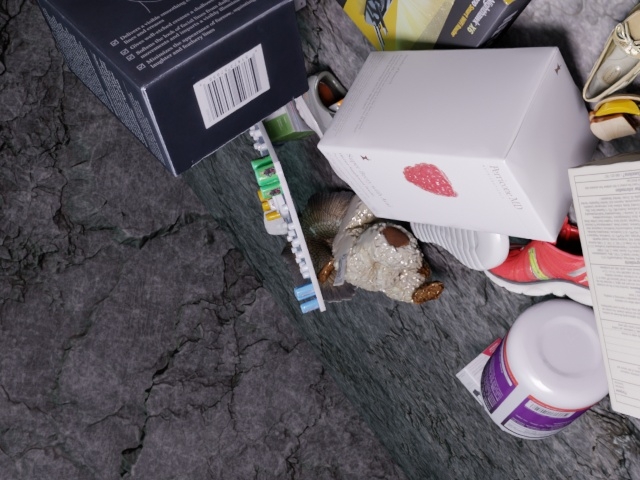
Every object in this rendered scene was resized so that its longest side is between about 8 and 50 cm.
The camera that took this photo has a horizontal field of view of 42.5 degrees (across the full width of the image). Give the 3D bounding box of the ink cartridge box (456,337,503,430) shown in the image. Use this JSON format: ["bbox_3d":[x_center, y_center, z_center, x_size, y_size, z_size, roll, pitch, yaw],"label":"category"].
[{"bbox_3d":[0.371,0.294,1.678,0.150,0.109,0.063,49,158,13],"label":"ink cartridge box"}]

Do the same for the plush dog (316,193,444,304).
[{"bbox_3d":[0.136,0.051,1.674,0.225,0.211,0.262,30,-162,-24],"label":"plush dog"}]

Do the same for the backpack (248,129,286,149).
[{"bbox_3d":[-0.110,-0.268,1.856,0.114,0.105,0.084,50,164,-6],"label":"backpack"}]

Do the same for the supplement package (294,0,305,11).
[{"bbox_3d":[-0.121,-0.484,1.482,0.179,0.105,0.105,46,161,22],"label":"supplement package"}]

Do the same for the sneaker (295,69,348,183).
[{"bbox_3d":[0.050,-0.208,1.581,0.272,0.100,0.108,53,157,2],"label":"sneaker"}]

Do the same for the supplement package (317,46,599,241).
[{"bbox_3d":[0.180,-0.131,1.086,0.292,0.175,0.177,10,153,43],"label":"supplement package"}]

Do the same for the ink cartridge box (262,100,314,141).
[{"bbox_3d":[-0.057,-0.265,1.686,0.209,0.062,0.109,-21,-90,-67],"label":"ink cartridge box"}]

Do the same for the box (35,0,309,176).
[{"bbox_3d":[-0.262,-0.354,1.424,0.395,0.293,0.212,43,160,31],"label":"box"}]

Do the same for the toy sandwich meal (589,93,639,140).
[{"bbox_3d":[0.358,-0.143,0.968,0.085,0.029,0.085,13,165,4],"label":"toy sandwich meal"}]

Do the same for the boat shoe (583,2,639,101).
[{"bbox_3d":[0.341,-0.208,0.921,0.056,0.048,0.153,50,162,11],"label":"boat shoe"}]

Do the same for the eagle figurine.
[{"bbox_3d":[0.011,-0.001,1.930,0.298,0.225,0.226,-149,41,-73],"label":"eagle figurine"}]

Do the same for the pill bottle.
[{"bbox_3d":[0.382,0.236,1.425,0.181,0.181,0.323,48,162,18],"label":"pill bottle"}]

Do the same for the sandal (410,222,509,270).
[{"bbox_3d":[0.238,-0.062,1.391,0.416,0.102,0.170,-143,36,-74],"label":"sandal"}]

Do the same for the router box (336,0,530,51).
[{"bbox_3d":[0.143,-0.346,1.111,0.243,0.081,0.309,51,162,6],"label":"router box"}]

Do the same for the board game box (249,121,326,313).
[{"bbox_3d":[-0.102,-0.100,1.688,0.390,0.050,0.390,-114,5,-48],"label":"board game box"}]

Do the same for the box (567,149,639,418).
[{"bbox_3d":[0.404,0.050,0.957,0.148,0.121,0.311,-175,71,-68],"label":"box"}]

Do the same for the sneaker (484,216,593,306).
[{"bbox_3d":[0.356,0.015,1.250,0.279,0.107,0.118,6,122,55],"label":"sneaker"}]
